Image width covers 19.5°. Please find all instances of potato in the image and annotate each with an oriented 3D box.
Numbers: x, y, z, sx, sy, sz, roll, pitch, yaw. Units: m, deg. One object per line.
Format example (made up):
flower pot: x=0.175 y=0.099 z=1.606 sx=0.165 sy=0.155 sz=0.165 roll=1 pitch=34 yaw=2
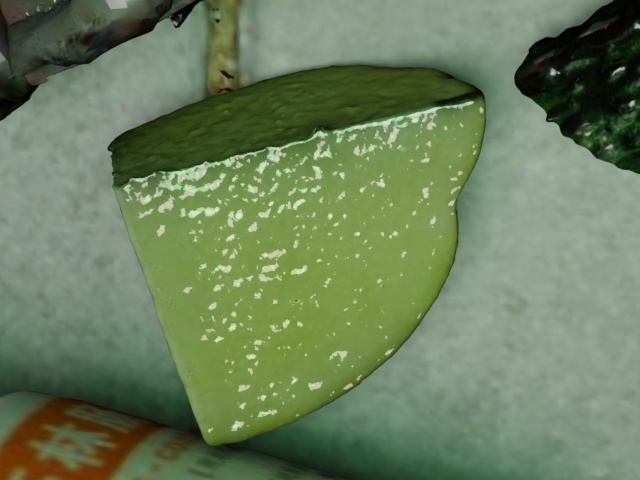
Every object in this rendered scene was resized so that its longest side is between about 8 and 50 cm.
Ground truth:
potato: x=0.000 y=0.000 z=0.753 sx=0.149 sy=0.081 sz=0.120 roll=-14 pitch=112 yaw=1

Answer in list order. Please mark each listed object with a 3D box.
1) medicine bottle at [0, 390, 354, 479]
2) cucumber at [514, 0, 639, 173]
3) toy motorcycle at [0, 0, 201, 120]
medicine bottle: x=-0.093 y=0.175 z=0.769 sx=0.372 sy=0.211 sz=0.211 roll=15 pitch=113 yaw=12
cucumber: x=0.184 y=-0.098 z=0.633 sx=0.265 sy=0.077 sz=0.077 roll=-34 pitch=97 yaw=40
toy motorcycle: x=-0.034 y=-0.186 z=0.667 sx=0.401 sy=0.134 sz=0.207 roll=-19 pitch=109 yaw=23
